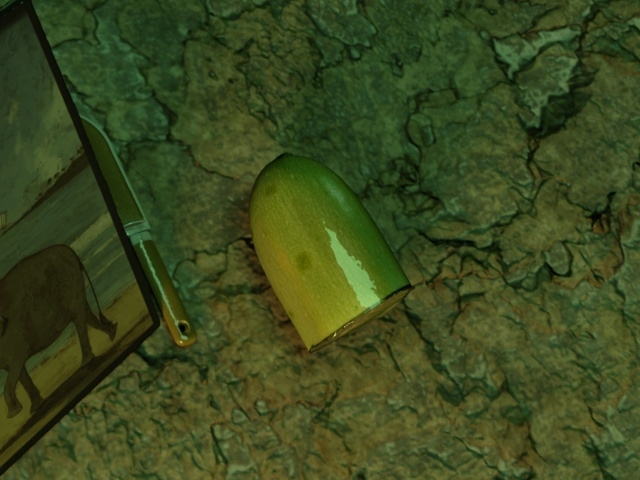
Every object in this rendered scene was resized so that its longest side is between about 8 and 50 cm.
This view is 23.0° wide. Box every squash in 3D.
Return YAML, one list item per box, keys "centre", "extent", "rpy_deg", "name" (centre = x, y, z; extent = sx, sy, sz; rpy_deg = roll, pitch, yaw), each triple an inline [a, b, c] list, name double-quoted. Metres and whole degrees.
- centre: [0.000, 0.000, 1.469]
  extent: [0.123, 0.123, 0.187]
  rpy_deg: [-21, 76, -31]
  name: "squash"

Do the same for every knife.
- centre: [-0.180, -0.015, 1.451]
  extent: [0.046, 0.022, 0.256]
  rpy_deg: [-20, 75, -27]
  name: "knife"

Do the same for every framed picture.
- centre: [-0.266, 0.016, 1.262]
  extent: [0.265, 0.016, 0.347]
  rpy_deg: [-43, 131, -34]
  name: "framed picture"
